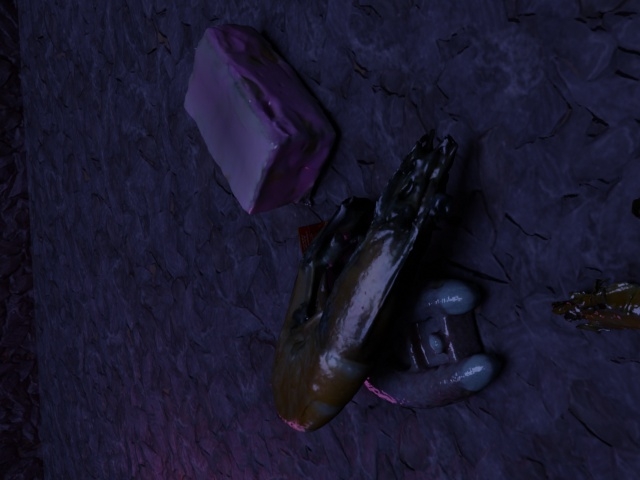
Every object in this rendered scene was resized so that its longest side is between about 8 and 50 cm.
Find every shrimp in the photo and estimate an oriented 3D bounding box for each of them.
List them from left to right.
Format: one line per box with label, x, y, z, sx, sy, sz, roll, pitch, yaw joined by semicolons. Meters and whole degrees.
shrimp;0.040;0.040;0.939;0.272;0.085;0.445;-102;34;-52
shrimp;0.281;0.024;0.689;0.178;0.034;0.124;-6;91;54

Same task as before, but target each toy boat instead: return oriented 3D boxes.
toy boat;0.110;0.130;0.916;0.227;0.085;0.155;-26;78;54

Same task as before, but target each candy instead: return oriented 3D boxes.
candy;-0.094;-0.180;1.104;0.265;0.116;0.155;59;143;30

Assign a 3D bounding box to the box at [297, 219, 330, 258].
box;0.000;0.000;1.093;0.082;0.023;0.051;-12;90;56
